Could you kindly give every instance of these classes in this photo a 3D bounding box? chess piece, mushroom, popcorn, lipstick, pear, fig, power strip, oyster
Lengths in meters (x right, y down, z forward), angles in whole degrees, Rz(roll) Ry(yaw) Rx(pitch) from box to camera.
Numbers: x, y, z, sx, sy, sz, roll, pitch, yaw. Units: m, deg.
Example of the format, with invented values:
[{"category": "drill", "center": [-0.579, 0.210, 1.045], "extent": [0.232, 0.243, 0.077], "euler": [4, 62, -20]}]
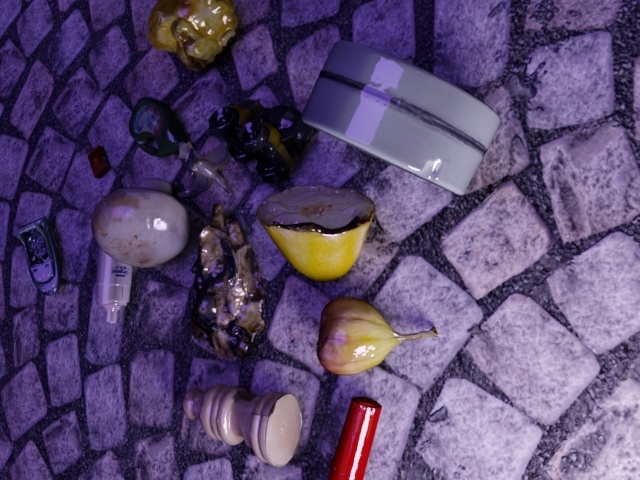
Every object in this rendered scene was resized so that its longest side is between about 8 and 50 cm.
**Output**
[{"category": "chess piece", "center": [-0.191, 0.389, 1.597], "extent": [0.307, 0.124, 0.138], "euler": [1, 115, 39]}, {"category": "mushroom", "center": [-0.432, -0.060, 1.790], "extent": [0.244, 0.243, 0.243], "euler": [-7, 78, 35]}, {"category": "popcorn", "center": [-0.318, -0.528, 1.821], "extent": [0.200, 0.226, 0.203], "euler": [-137, 27, -66]}, {"category": "lipstick", "center": [0.055, 0.445, 1.428], "extent": [0.073, 0.073, 0.279], "euler": [17, 92, 36]}, {"category": "pear", "center": [0.000, -0.001, 1.494], "extent": [0.267, 0.267, 0.178], "euler": [11, 120, 36]}, {"category": "fig", "center": [0.093, 0.178, 1.402], "extent": [0.231, 0.143, 0.160], "euler": [-17, 41, 33]}, {"category": "power strip", "center": [0.137, -0.225, 1.330], "extent": [0.357, 0.357, 0.161], "euler": [30, 99, 35]}, {"category": "oyster", "center": [-0.221, 0.091, 1.679], "extent": [0.221, 0.096, 0.361], "euler": [4, 86, 29]}]

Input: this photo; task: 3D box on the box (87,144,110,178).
[{"category": "box", "center": [-0.628, -0.223, 2.063], "extent": [0.051, 0.023, 0.082], "euler": [-37, 63, 24]}]

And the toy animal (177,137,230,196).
[{"category": "toy animal", "center": [-0.282, -0.165, 1.763], "extent": [0.219, 0.095, 0.155], "euler": [-49, 54, 19]}]

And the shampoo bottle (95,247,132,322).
[{"category": "shampoo bottle", "center": [-0.537, 0.064, 1.905], "extent": [0.092, 0.092, 0.303], "euler": [-4, 79, 35]}]

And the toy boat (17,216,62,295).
[{"category": "toy boat", "center": [-0.802, 0.047, 2.096], "extent": [0.093, 0.103, 0.246], "euler": [-22, 73, 6]}]

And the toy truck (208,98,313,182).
[{"category": "toy truck", "center": [-0.131, -0.251, 1.656], "extent": [0.224, 0.147, 0.165], "euler": [33, 78, 37]}]

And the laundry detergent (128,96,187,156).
[{"category": "laundry detergent", "center": [-0.416, -0.279, 1.901], "extent": [0.211, 0.063, 0.137], "euler": [38, 108, 31]}]
